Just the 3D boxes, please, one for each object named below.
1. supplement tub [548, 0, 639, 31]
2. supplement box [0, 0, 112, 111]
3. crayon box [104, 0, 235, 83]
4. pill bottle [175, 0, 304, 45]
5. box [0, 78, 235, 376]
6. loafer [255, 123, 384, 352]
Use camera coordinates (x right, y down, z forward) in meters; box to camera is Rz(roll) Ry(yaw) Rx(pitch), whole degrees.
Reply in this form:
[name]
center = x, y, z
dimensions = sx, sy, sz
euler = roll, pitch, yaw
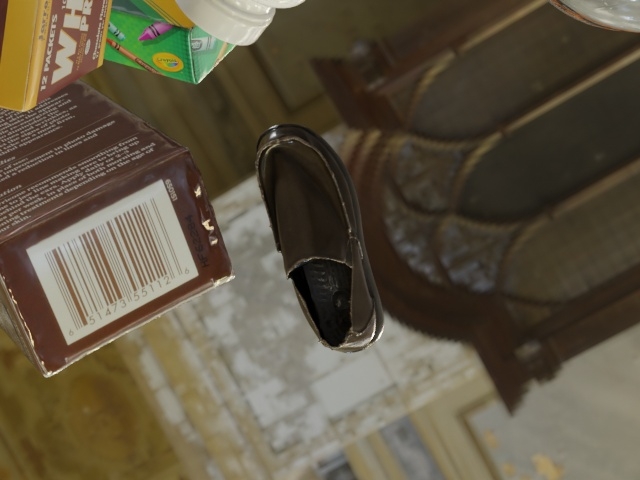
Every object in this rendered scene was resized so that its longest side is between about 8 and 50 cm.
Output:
[supplement tub]
center = 0.214, -0.232, 1.043
dimensions = 0.193, 0.193, 0.316
euler = 59, -170, -2
[supplement box]
center = -0.257, -0.186, 1.097
dimensions = 0.191, 0.194, 0.129
euler = -63, -15, -72
[crayon box]
center = -0.153, -0.309, 1.938
dimensions = 0.278, 0.165, 0.081
euler = -52, -30, -42
[pill bottle]
center = -0.035, -0.279, 1.372
dimensions = 0.124, 0.221, 0.124
euler = 27, -147, -19
[box]
center = -0.254, -0.037, 1.447
dimensions = 0.381, 0.191, 0.143
euler = 35, 148, 55
[loafer]
center = 0.000, 0.000, 1.425
dimensions = 0.220, 0.080, 0.078
euler = 67, -165, -4
